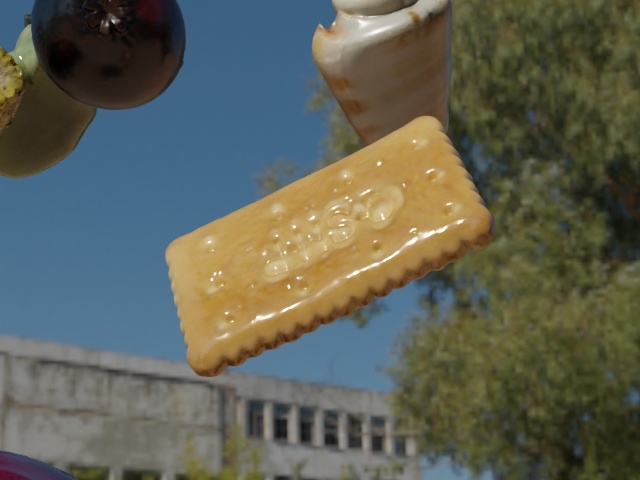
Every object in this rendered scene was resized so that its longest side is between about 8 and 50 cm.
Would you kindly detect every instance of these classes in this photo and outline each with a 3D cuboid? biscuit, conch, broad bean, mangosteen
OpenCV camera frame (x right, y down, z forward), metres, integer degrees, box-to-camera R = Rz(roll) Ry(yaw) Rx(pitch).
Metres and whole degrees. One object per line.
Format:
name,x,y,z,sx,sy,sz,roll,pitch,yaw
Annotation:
biscuit,0.000,-0.001,0.977,0.249,0.160,0.030,-25,-50,5
conch,0.092,-0.194,1.401,0.158,0.255,0.127,-32,16,-26
broad bean,-0.373,-0.187,1.706,0.228,0.100,0.169,-46,-42,6
mangosteen,-0.242,-0.232,1.453,0.199,0.200,0.200,-2,-18,-1

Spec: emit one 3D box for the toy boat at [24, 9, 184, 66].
toy boat,-0.323,-0.280,1.881,0.246,0.103,0.093,9,-53,-1

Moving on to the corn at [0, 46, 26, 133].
corn,-0.406,-0.128,1.388,0.115,0.115,0.318,9,-23,-29

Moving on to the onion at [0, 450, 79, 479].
onion,-0.210,0.326,1.055,0.420,0.398,0.398,-28,-5,-29
